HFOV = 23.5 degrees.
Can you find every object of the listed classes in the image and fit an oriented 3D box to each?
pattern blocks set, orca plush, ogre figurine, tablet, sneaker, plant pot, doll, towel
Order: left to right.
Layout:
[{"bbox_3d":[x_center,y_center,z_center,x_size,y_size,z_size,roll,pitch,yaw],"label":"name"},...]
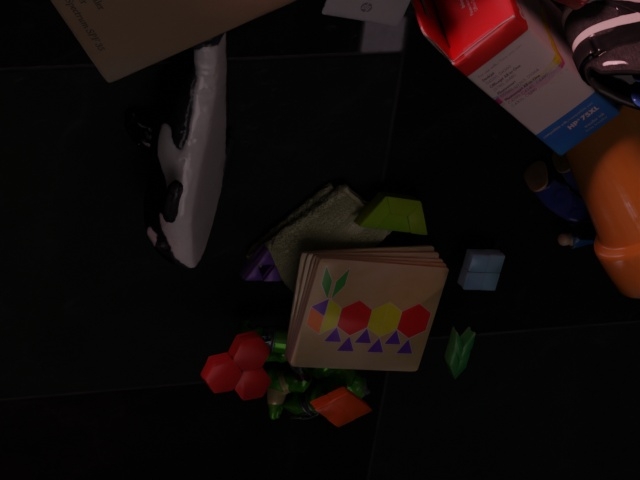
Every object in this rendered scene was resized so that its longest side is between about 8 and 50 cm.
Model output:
[{"bbox_3d":[-0.156,-0.104,1.512,0.102,0.151,0.287,17,140,12],"label":"orca plush"},{"bbox_3d":[-0.017,0.150,1.819,0.118,0.097,0.197,-7,124,18],"label":"ogre figurine"},{"bbox_3d":[0.000,0.000,1.711,0.148,0.027,0.110,-36,132,21],"label":"towel"},{"bbox_3d":[0.046,0.078,1.723,0.324,0.026,0.285,14,108,-31],"label":"pattern blocks set"},{"bbox_3d":[0.047,-0.236,1.496,0.083,0.006,0.054,7,133,-21],"label":"tablet"},{"bbox_3d":[0.315,-0.040,1.740,0.129,0.046,0.189,-35,133,22],"label":"doll"},{"bbox_3d":[0.349,-0.075,1.600,0.205,0.205,0.188,-32,103,18],"label":"plant pot"},{"bbox_3d":[0.341,-0.173,1.445,0.216,0.121,0.079,-2,144,-3],"label":"sneaker"}]

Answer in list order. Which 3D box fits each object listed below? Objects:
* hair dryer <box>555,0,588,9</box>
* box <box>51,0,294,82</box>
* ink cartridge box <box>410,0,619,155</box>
[{"bbox_3d":[0.189,-0.324,1.341,0.223,0.080,0.294,-7,130,13],"label":"hair dryer"},{"bbox_3d":[-0.084,-0.278,1.333,0.311,0.121,0.148,-23,136,10],"label":"box"},{"bbox_3d":[0.179,-0.199,1.476,0.078,0.134,0.231,-36,133,23],"label":"ink cartridge box"}]
